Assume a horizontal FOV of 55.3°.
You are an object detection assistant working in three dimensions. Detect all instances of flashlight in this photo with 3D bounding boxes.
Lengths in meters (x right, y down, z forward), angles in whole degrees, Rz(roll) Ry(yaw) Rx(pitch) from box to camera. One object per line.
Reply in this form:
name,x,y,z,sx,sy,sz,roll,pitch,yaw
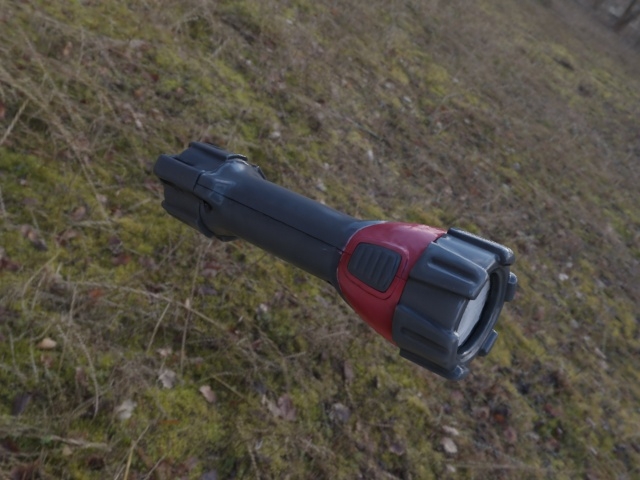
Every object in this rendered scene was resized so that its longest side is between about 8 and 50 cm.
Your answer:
flashlight,0.000,0.000,0.498,0.304,0.103,0.103,25,42,35
